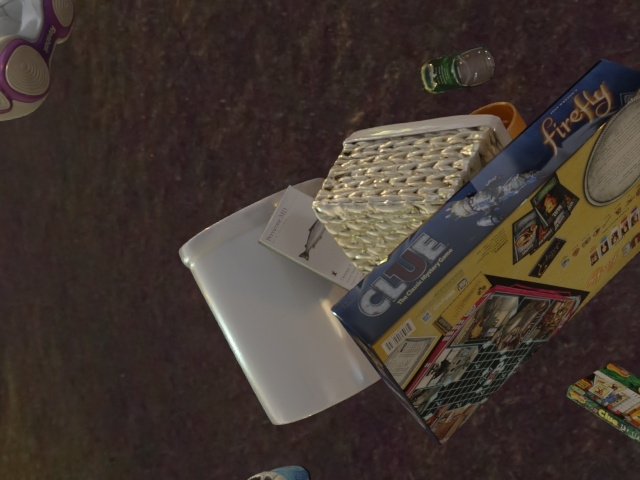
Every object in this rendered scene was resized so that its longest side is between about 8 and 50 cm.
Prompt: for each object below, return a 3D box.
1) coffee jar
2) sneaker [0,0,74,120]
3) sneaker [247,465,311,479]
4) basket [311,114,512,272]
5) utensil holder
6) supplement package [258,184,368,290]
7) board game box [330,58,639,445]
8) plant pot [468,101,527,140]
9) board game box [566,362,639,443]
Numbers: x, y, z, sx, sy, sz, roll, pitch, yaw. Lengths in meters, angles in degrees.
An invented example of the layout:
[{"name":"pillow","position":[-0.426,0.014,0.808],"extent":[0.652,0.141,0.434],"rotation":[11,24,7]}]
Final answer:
[{"name":"coffee jar","position":[0.288,-0.366,1.489],"extent":[0.184,0.096,0.079],"rotation":[16,126,69]},{"name":"sneaker","position":[-0.476,-0.281,1.028],"extent":[0.114,0.152,0.305],"rotation":[74,-163,-47]},{"name":"sneaker","position":[-0.063,0.279,0.700],"extent":[0.162,0.073,0.063],"rotation":[-43,70,33]},{"name":"basket","position":[0.091,-0.033,0.622],"extent":[0.167,0.103,0.113],"rotation":[2,140,44]},{"name":"utensil holder","position":[-0.051,0.121,1.360],"extent":[0.328,0.328,0.385],"rotation":[-29,86,49]},{"name":"supplement package","position":[0.000,0.000,1.123],"extent":[0.105,0.179,0.105],"rotation":[-62,5,-4]},{"name":"board game box","position":[0.136,0.017,0.477],"extent":[0.042,0.243,0.165],"rotation":[41,169,42]},{"name":"plant pot","position":[0.391,-0.169,1.529],"extent":[0.188,0.205,0.205],"rotation":[46,149,-24]},{"name":"board game box","position":[0.580,0.308,1.197],"extent":[0.260,0.136,0.030],"rotation":[33,127,45]}]
